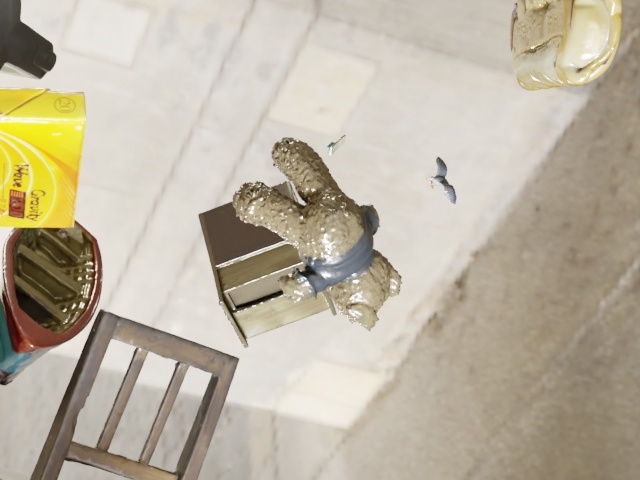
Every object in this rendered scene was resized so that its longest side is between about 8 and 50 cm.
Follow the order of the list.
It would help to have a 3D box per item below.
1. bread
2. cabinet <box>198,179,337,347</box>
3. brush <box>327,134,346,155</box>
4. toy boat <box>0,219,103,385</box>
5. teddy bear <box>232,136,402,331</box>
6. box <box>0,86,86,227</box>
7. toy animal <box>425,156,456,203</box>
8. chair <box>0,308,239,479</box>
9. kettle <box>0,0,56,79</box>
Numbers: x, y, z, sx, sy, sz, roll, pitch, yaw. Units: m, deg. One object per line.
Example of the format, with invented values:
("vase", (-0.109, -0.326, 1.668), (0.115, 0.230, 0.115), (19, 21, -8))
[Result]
("bread", (0.292, -0.246, 1.634), (0.225, 0.081, 0.134), (-164, 78, -74))
("cabinet", (-0.091, 0.044, 2.383), (0.148, 0.175, 0.215), (66, -176, -47))
("brush", (0.026, -0.162, 2.320), (0.083, 0.013, 0.016), (-45, -36, -63))
("toy boat", (-0.332, 0.061, 1.635), (0.079, 0.136, 0.392), (-48, 16, 16))
("teddy bear", (0.006, -0.004, 1.713), (0.182, 0.251, 0.129), (-44, 10, -20))
("box", (-0.335, -0.069, 1.144), (0.152, 0.269, 0.043), (112, 154, -52))
("toy animal", (0.182, -0.094, 2.146), (0.028, 0.050, 0.084), (-52, 52, 57))
("chair", (-0.286, 0.287, 1.539), (0.241, 0.203, 0.416), (5, 73, 58))
("kettle", (-0.594, -0.321, 1.932), (0.377, 0.361, 0.250), (15, 79, 28))
